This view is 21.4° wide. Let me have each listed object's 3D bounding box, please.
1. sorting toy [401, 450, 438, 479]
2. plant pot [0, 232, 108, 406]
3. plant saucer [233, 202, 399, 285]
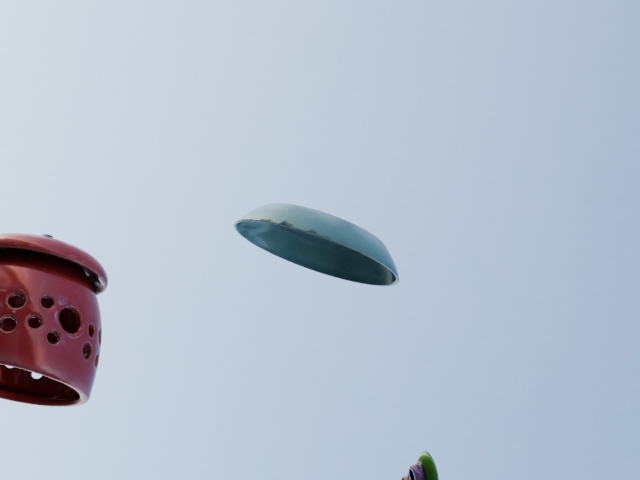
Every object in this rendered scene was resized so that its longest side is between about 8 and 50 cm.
[{"bbox_3d":[0.109,0.290,1.985,0.102,0.042,0.061,103,-29,-58],"label":"sorting toy"},{"bbox_3d":[-0.354,0.095,2.044,0.191,0.191,0.174,-27,-132,56],"label":"plant pot"},{"bbox_3d":[0.000,0.000,1.157,0.119,0.119,0.021,1,-112,54],"label":"plant saucer"}]
